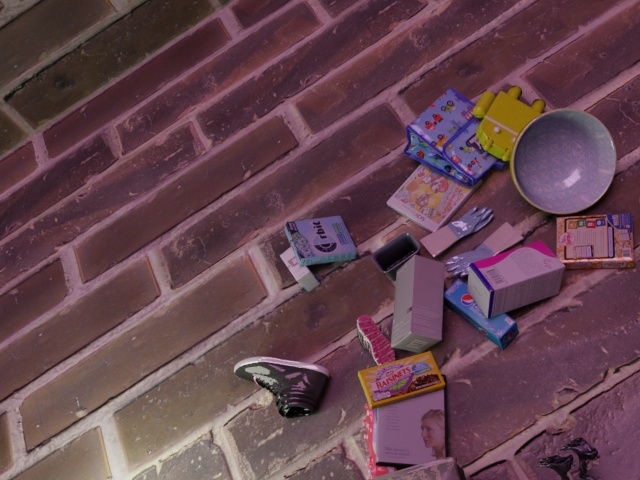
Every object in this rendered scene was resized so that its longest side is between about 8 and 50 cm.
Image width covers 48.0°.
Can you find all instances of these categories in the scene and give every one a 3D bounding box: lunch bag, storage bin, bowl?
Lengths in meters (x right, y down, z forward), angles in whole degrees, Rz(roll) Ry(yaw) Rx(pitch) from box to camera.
[{"bbox_3d":[0.439,-0.297,2.211,0.293,0.138,0.221,38,68,23],"label":"lunch bag"},{"bbox_3d":[0.229,0.050,2.108,0.135,0.091,0.098,-34,52,1],"label":"storage bin"},{"bbox_3d":[0.213,0.664,1.676,0.286,0.169,0.235,-16,55,10],"label":"lunch bag"},{"bbox_3d":[0.657,-0.223,2.018,0.289,0.290,0.156,-33,8,3],"label":"bowl"}]

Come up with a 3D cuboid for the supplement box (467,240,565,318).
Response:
[{"bbox_3d":[0.508,0.100,1.879,0.219,0.114,0.111,-17,44,-11],"label":"supplement box"}]

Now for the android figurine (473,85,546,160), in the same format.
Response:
[{"bbox_3d":[0.573,-0.346,2.158,0.248,0.056,0.273,33,61,7],"label":"android figurine"}]

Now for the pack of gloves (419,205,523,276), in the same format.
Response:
[{"bbox_3d":[0.435,0.008,2.080,0.232,0.046,0.195,-32,45,-4],"label":"pack of gloves"}]

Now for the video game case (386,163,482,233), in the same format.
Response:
[{"bbox_3d":[0.349,-0.149,2.219,0.227,0.026,0.206,-47,52,-9],"label":"video game case"}]

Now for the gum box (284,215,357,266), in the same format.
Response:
[{"bbox_3d":[0.000,0.000,2.223,0.184,0.041,0.157,-7,49,-21],"label":"gum box"}]

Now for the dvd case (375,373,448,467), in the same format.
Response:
[{"bbox_3d":[0.234,0.455,1.841,0.180,0.022,0.253,3,54,3],"label":"dvd case"}]

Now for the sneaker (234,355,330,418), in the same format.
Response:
[{"bbox_3d":[-0.128,0.418,2.032,0.295,0.105,0.147,2,55,21],"label":"sneaker"}]

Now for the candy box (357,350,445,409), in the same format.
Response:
[{"bbox_3d":[0.210,0.363,1.876,0.205,0.027,0.105,-14,52,-10],"label":"candy box"}]

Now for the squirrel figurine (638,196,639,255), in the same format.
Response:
[{"bbox_3d":[0.945,-0.016,1.743,0.370,0.281,0.397,-36,37,14],"label":"squirrel figurine"}]

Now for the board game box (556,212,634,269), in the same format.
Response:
[{"bbox_3d":[0.734,0.003,1.926,0.193,0.045,0.147,-2,59,24],"label":"board game box"}]

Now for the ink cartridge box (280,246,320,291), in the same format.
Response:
[{"bbox_3d":[-0.063,0.089,2.224,0.052,0.088,0.122,-37,51,2],"label":"ink cartridge box"}]

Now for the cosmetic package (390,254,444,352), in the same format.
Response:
[{"bbox_3d":[0.268,0.174,1.973,0.107,0.127,0.238,14,58,-16],"label":"cosmetic package"}]

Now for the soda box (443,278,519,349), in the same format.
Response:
[{"bbox_3d":[0.428,0.196,1.932,0.067,0.071,0.210,-43,52,-8],"label":"soda box"}]

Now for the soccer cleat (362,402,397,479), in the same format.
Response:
[{"bbox_3d":[0.163,0.511,1.866,0.095,0.083,0.248,5,52,-5],"label":"soccer cleat"}]

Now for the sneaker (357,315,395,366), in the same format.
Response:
[{"bbox_3d":[0.153,0.292,2.013,0.063,0.075,0.170,-28,73,-15],"label":"sneaker"}]

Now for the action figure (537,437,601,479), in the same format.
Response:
[{"bbox_3d":[0.595,0.576,1.570,0.164,0.141,0.276,-28,88,-26],"label":"action figure"}]
